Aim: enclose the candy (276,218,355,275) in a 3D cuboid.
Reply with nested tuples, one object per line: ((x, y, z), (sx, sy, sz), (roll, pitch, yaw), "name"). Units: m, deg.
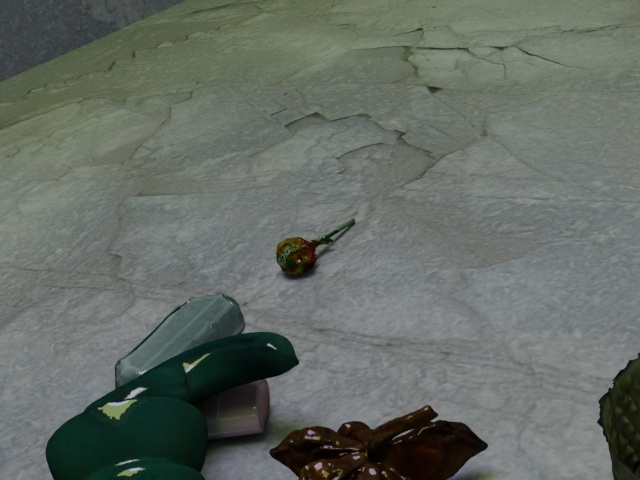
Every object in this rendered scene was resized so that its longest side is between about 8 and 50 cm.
((0.000, 0.000, 1.707), (0.060, 0.060, 0.201), (4, 21, 34), "candy")

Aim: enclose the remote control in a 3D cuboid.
((-0.185, 0.140, 1.481), (0.104, 0.052, 0.247), (0, 24, 24), "remote control")

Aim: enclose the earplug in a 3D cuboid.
((-0.158, 0.216, 1.171), (0.257, 0.164, 0.280), (11, 48, -24), "earplug")

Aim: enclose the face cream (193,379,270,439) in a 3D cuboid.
((-0.160, 0.204, 1.313), (0.198, 0.057, 0.084), (-10, 29, 10), "face cream")

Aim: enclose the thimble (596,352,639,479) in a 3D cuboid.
((0.377, 0.197, 0.931), (0.271, 0.150, 0.271), (-12, 24, 5), "thimble")

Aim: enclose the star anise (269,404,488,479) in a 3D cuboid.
((0.046, 0.229, 1.105), (0.212, 0.111, 0.196), (-37, 26, -30), "star anise")
